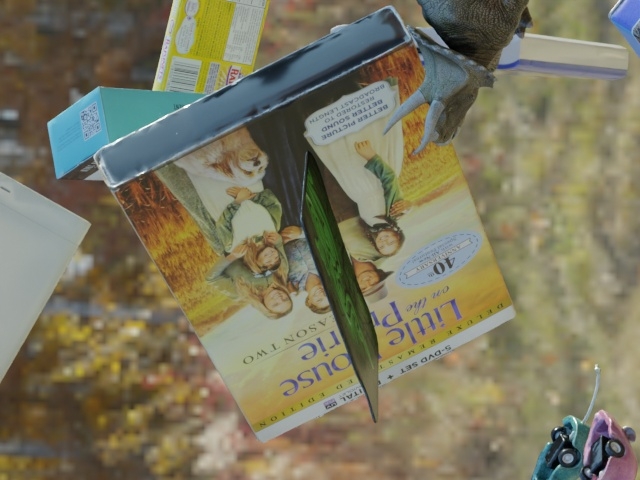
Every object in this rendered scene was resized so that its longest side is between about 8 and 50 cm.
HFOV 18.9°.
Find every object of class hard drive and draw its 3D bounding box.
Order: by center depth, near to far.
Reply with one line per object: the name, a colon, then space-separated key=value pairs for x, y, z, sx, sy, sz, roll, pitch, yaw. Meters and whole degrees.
hard drive: x=0.176 y=-0.199 z=2.054 sx=0.318 sy=0.210 sz=0.040 roll=-5 pitch=-81 yaw=-62
hard drive: x=-0.411 y=0.065 z=2.074 sx=0.307 sy=0.203 sz=0.040 roll=-61 pitch=19 yaw=-3

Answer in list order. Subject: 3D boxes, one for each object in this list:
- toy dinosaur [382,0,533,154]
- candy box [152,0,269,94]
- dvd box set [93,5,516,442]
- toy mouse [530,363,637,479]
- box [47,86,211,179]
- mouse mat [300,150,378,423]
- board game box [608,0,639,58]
toy dinosaur: x=0.118 y=-0.243 z=1.635 sx=0.121 sy=0.160 sz=0.314 roll=-13 pitch=90 yaw=52
candy box: x=-0.114 y=-0.220 z=2.052 sx=0.027 sy=0.105 sz=0.206 roll=30 pitch=108 yaw=54
dvd box set: x=0.000 y=0.000 z=1.863 sx=0.420 sy=0.307 sz=0.062 roll=65 pitch=178 yaw=-47
toy mouse: x=0.180 y=0.153 z=1.294 sx=0.161 sy=0.031 sz=0.143 roll=-41 pitch=27 yaw=62
box: x=-0.137 y=-0.101 z=1.892 sx=0.100 sy=0.244 sz=0.060 roll=-27 pitch=70 yaw=47
mouse mat: x=0.017 y=0.036 z=1.538 sx=0.152 sy=0.007 sz=0.190 roll=-86 pitch=-23 yaw=-65
board game box: x=0.404 y=-0.110 z=1.475 sx=0.291 sy=0.141 sz=0.232 roll=40 pitch=-179 yaw=38
